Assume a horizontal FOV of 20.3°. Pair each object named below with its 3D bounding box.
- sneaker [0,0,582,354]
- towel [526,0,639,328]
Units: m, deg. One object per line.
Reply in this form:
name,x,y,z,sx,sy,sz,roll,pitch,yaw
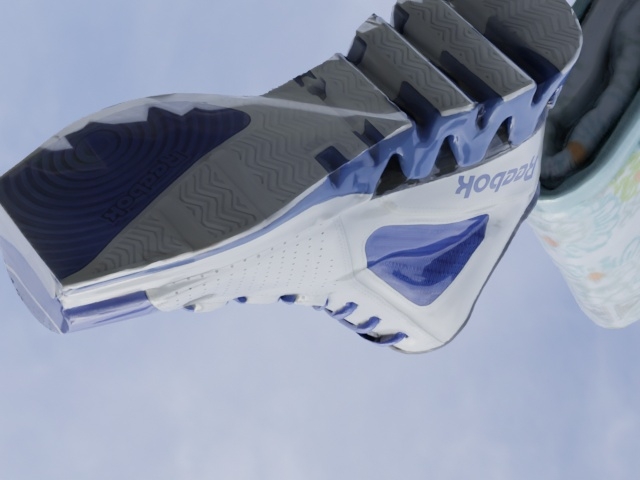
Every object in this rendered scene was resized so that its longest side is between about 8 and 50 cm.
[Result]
sneaker,0.001,-0.001,0.943,0.316,0.182,0.127,-23,-135,-16
towel,0.277,-0.131,1.270,0.090,0.320,0.374,32,-96,28
